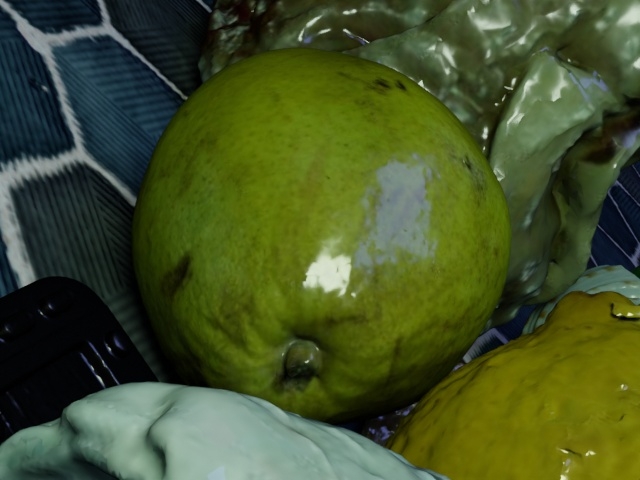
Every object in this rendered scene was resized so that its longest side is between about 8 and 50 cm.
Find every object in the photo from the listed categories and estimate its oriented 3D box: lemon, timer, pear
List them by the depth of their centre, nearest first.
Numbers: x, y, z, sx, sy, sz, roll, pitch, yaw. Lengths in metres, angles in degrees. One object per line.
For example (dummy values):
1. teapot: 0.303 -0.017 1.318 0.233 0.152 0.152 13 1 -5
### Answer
1. timer: -0.103 0.112 0.608 0.187 0.055 0.144 56 24 0
2. lemon: 0.142 0.187 0.674 0.268 0.268 0.322 9 87 -59
3. pear: 0.000 0.000 0.772 0.212 0.212 0.269 46 20 -14

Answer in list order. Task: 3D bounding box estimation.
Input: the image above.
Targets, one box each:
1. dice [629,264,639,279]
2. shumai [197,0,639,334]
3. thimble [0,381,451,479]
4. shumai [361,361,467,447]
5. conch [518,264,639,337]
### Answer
1. dice: 0.435 0.103 1.278 0.287 0.297 0.300 62 7 10
2. shumai: 0.124 -0.142 1.062 0.395 0.348 0.395 37 29 -24
3. thimble: -0.037 0.174 0.427 0.172 0.205 0.250 27 69 -44
4. shumai: 0.072 0.144 0.877 0.139 0.105 0.123 38 68 -8
5. conch: 0.219 0.119 1.121 0.131 0.200 0.172 -17 51 -30
